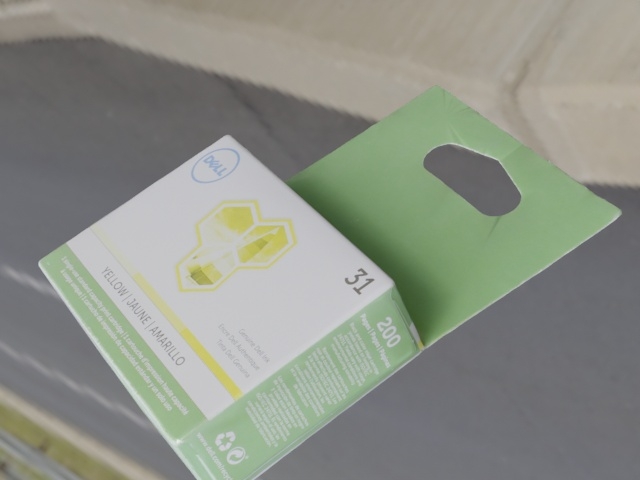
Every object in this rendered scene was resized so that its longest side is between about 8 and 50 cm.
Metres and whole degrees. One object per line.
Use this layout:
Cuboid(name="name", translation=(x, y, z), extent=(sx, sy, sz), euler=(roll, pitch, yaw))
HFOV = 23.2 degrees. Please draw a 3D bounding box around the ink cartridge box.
Cuboid(name="ink cartridge box", translation=(0.000, 0.000, 0.756), extent=(0.171, 0.235, 0.056), euler=(43, 165, 49))
